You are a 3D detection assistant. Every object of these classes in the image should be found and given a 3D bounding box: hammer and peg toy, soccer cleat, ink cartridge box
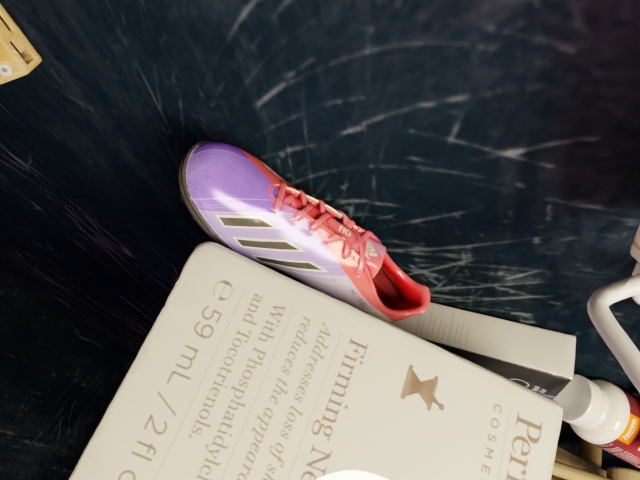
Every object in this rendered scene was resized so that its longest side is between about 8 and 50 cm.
[{"bbox_3d":[0.388,0.392,0.770,0.265,0.127,0.361,27,151,0],"label":"hammer and peg toy"},{"bbox_3d":[0.000,0.000,0.439,0.116,0.109,0.318,-9,141,41],"label":"soccer cleat"},{"bbox_3d":[0.167,0.152,0.606,0.332,0.065,0.165,12,150,22],"label":"ink cartridge box"}]

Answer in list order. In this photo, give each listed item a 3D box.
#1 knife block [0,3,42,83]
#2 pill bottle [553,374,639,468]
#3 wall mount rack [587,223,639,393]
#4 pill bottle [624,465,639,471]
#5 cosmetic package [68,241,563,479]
[{"bbox_3d":[-0.466,-0.233,0.442,0.275,0.242,0.088,-24,147,-7],"label":"knife block"},{"bbox_3d":[0.401,0.245,0.558,0.152,0.086,0.086,28,151,-7],"label":"pill bottle"},{"bbox_3d":[0.283,-0.039,0.152,0.304,0.131,0.350,-21,138,9],"label":"wall mount rack"},{"bbox_3d":[0.642,0.449,0.671,0.130,0.131,0.246,28,150,-7],"label":"pill bottle"},{"bbox_3d":[-0.028,0.257,0.477,0.393,0.330,0.327,25,160,-6],"label":"cosmetic package"}]
